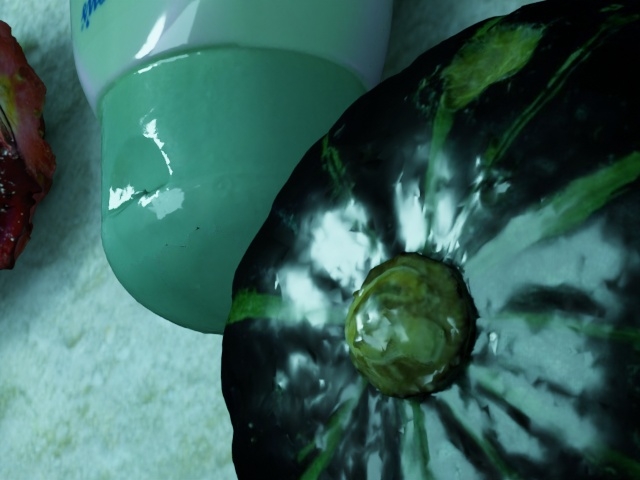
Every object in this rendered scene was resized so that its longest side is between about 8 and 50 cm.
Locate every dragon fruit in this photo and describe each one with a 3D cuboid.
[{"bbox_3d":[-0.267,-0.088,1.278,0.189,0.163,0.261,-115,12,-62],"label":"dragon fruit"}]

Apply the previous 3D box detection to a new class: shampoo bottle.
[{"bbox_3d":[-0.049,-0.118,1.008,0.222,0.151,0.349,-24,61,41],"label":"shampoo bottle"}]

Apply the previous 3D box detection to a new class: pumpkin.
[{"bbox_3d":[0.099,0.045,0.764,0.315,0.238,0.315,-8,75,32],"label":"pumpkin"}]
